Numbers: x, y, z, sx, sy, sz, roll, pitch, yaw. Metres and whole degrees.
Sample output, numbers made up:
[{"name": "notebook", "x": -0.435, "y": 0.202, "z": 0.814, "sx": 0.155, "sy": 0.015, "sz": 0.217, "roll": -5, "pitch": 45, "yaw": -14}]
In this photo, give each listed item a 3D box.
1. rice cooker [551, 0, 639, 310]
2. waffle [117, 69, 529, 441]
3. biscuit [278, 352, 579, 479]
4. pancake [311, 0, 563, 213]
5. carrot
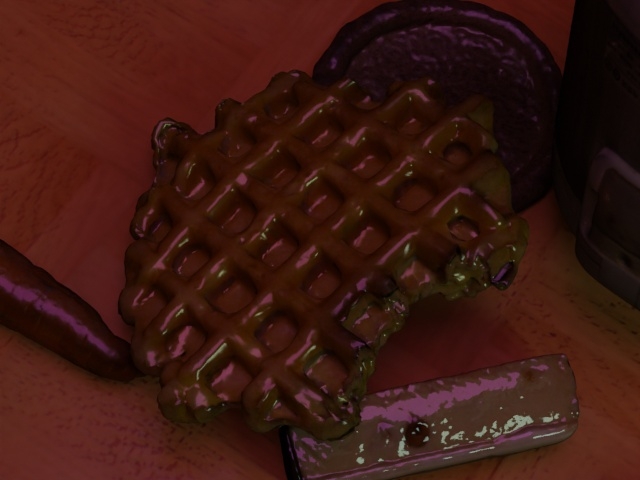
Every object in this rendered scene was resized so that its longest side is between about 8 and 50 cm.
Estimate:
[{"name": "rice cooker", "x": 0.286, "y": -0.099, "z": 0.932, "sx": 0.288, "sy": 0.277, "sz": 0.288, "roll": 1, "pitch": 49, "yaw": -1}, {"name": "waffle", "x": 0.000, "y": -0.001, "z": 0.938, "sx": 0.291, "sy": 0.051, "sz": 0.291, "roll": -8, "pitch": 53, "yaw": 11}, {"name": "biscuit", "x": 0.069, "y": 0.116, "z": 0.925, "sx": 0.188, "sy": 0.052, "sz": 0.056, "roll": -12, "pitch": 75, "yaw": -10}, {"name": "pancake", "x": 0.086, "y": -0.093, "z": 1.053, "sx": 0.199, "sy": 0.021, "sz": 0.199, "roll": 3, "pitch": 63, "yaw": -5}, {"name": "carrot", "x": -0.200, "y": 0.032, "z": 0.944, "sx": 0.209, "sy": 0.061, "sz": 0.061, "roll": 29, "pitch": 63, "yaw": 4}]
